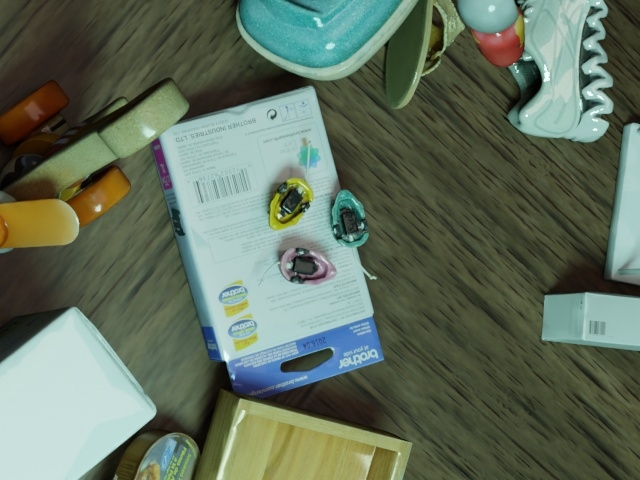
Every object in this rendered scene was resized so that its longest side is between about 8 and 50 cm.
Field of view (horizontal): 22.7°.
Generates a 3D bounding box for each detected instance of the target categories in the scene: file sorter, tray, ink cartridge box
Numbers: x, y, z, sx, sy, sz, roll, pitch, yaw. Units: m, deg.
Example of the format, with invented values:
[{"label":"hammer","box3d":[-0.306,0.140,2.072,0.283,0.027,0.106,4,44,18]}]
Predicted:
[{"label":"file sorter","box3d":[0.511,-0.025,1.890,0.277,0.173,0.193,11,84,-21]},{"label":"tray","box3d":[-0.062,0.380,1.672,0.202,0.076,0.411,17,89,-22]},{"label":"ink cartridge box","box3d":[-0.057,0.006,1.728,0.185,0.065,0.311,-16,91,-21]},{"label":"ink cartridge box","box3d":[-0.305,0.179,1.491,0.226,0.306,0.131,-40,101,-18]}]

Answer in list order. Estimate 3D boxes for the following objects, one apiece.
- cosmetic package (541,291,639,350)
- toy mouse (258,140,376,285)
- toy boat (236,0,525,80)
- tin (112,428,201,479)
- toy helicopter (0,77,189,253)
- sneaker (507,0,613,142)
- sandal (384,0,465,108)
[{"label":"cosmetic package","box3d":[0.390,0.099,1.876,0.239,0.099,0.060,7,82,-21]},{"label":"toy mouse","box3d":[0.000,0.000,1.702,0.143,0.031,0.161,35,75,-16]},{"label":"toy boat","box3d":[0.075,-0.280,1.684,0.318,0.148,0.267,25,79,21]},{"label":"tin","box3d":[-0.183,0.287,1.650,0.106,0.040,0.190,38,67,-46]},{"label":"toy helicopter","box3d":[-0.245,-0.071,1.502,0.235,0.355,0.140,-42,103,-35]},{"label":"sneaker","box3d":[0.270,-0.260,1.851,0.118,0.110,0.292,-2,87,-12]},{"label":"sandal","box3d":[0.130,-0.261,1.804,0.079,0.088,0.240,9,77,-27]}]
